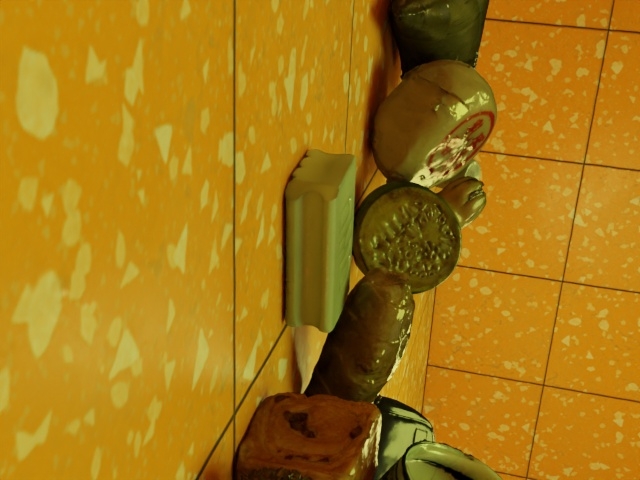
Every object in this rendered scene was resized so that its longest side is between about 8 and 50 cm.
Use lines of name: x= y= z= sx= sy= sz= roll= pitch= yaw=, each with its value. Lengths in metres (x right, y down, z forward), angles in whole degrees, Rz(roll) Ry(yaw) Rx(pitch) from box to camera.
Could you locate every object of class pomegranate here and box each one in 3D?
pomegranate: x=0.154 y=-0.029 z=1.466 sx=0.241 sy=0.190 sz=0.159 roll=-61 pitch=-174 yaw=4

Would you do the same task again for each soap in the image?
soap: x=0.000 y=0.000 z=1.070 sx=0.119 sy=0.066 sz=0.198 roll=-65 pitch=160 yaw=-58

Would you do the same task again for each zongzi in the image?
zongzi: x=0.190 y=-0.339 z=1.535 sx=0.360 sy=0.160 sz=0.323 roll=-55 pitch=153 yaw=-46

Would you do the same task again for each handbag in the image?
handbag: x=0.155 y=0.493 z=1.858 sx=0.275 sy=0.178 sz=0.302 roll=69 pitch=31 yaw=-67

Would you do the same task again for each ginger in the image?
ginger: x=0.051 y=0.157 z=1.179 sx=0.109 sy=0.116 sz=0.263 roll=-12 pitch=138 yaw=-44

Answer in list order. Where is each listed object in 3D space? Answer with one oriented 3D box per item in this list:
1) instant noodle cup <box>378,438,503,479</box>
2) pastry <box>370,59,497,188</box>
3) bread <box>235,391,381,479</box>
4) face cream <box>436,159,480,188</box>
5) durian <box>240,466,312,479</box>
instant noodle cup: x=0.104 y=0.430 z=1.085 sx=0.312 sy=0.284 sz=0.284 roll=-59 pitch=176 yaw=21
pastry: x=0.198 y=-0.198 z=1.515 sx=0.265 sy=0.133 sz=0.265 roll=-32 pitch=156 yaw=-16
bread: x=-0.017 y=0.273 z=1.013 sx=0.158 sy=0.149 sz=0.143 roll=-56 pitch=150 yaw=-51
face cream: x=0.218 y=-0.149 z=1.680 sx=0.057 sy=0.198 sz=0.084 roll=-14 pitch=120 yaw=-42
durian: x=-0.037 y=0.326 z=0.852 sx=0.196 sy=0.167 sz=0.196 roll=-13 pitch=116 yaw=-28
